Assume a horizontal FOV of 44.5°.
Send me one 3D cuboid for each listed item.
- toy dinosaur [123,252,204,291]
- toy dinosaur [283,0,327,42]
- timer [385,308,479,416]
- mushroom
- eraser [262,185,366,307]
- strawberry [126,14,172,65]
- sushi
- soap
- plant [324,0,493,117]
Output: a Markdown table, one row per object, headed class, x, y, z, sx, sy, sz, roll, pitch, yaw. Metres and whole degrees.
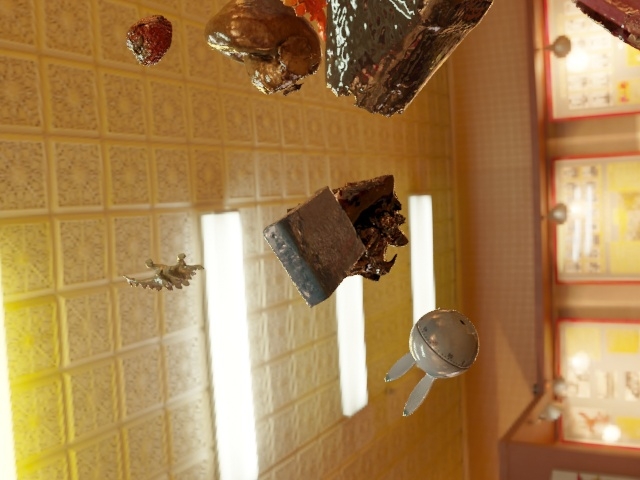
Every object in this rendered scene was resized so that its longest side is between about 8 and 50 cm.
| class | x | y | z | sx | sy | sz | roll | pitch | yaw |
| --- | --- | --- | --- | --- | --- | --- | --- | --- | --- |
| toy dinosaur | -0.304 | 0.069 | 1.517 | 0.082 | 0.208 | 0.039 | 49 | -138 | -46 |
| toy dinosaur | -0.034 | -0.508 | 1.488 | 0.117 | 0.070 | 0.288 | -45 | -48 | -35 |
| timer | 0.271 | 0.274 | 1.811 | 0.175 | 0.175 | 0.256 | -50 | -21 | -53 |
| mushroom | -0.116 | -0.454 | 1.798 | 0.195 | 0.283 | 0.263 | -52 | -31 | 12 |
| eraser | 0.000 | 0.000 | 1.305 | 0.144 | 0.042 | 0.312 | 59 | -161 | -4 |
| strawberry | -0.308 | -0.369 | 1.421 | 0.096 | 0.083 | 0.083 | -57 | -38 | -18 |
| sushi | 0.073 | -0.036 | 1.663 | 0.227 | 0.212 | 0.216 | 4 | -108 | -31 |
| soap | 0.505 | -0.381 | 1.217 | 0.182 | 0.289 | 0.112 | -4 | -48 | -35 |
| plant | 0.091 | -0.266 | 0.845 | 0.141 | 0.164 | 0.256 | -16 | -46 | -56 |
